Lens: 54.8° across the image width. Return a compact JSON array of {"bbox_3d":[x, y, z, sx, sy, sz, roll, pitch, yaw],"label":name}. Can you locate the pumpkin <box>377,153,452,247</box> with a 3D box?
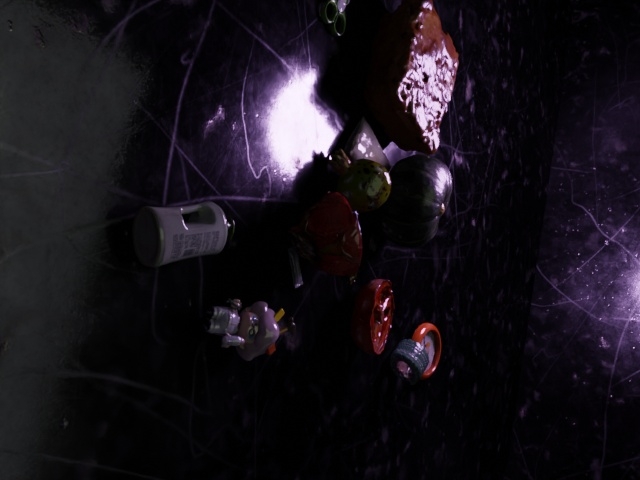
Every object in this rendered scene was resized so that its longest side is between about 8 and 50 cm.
[{"bbox_3d":[0.287,-0.126,1.919,0.300,0.207,0.300,-49,148,-46],"label":"pumpkin"}]

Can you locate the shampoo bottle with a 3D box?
[{"bbox_3d":[-0.263,-0.019,1.260,0.234,0.087,0.118,-12,104,-54],"label":"shampoo bottle"}]

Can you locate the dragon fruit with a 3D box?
[{"bbox_3d":[-0.001,-0.004,1.569,0.148,0.218,0.224,-12,130,-23],"label":"dragon fruit"}]

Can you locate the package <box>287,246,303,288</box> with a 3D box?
[{"bbox_3d":[-0.065,0.068,1.609,0.037,0.015,0.111,-29,116,-50],"label":"package"}]

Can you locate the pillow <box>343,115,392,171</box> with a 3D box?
[{"bbox_3d":[0.144,-0.241,1.845,0.148,0.050,0.230,-60,141,-22],"label":"pillow"}]

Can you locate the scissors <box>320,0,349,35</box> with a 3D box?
[{"bbox_3d":[0.059,-0.664,1.698,0.101,0.027,0.205,44,60,-49],"label":"scissors"}]

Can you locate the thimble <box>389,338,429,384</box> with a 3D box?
[{"bbox_3d":[0.295,0.404,2.066,0.090,0.118,0.135,-45,144,-36],"label":"thimble"}]

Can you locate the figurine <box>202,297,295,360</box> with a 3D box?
[{"bbox_3d":[-0.168,0.202,1.407,0.228,0.111,0.138,21,68,-40],"label":"figurine"}]

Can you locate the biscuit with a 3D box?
[{"bbox_3d":[0.279,-0.506,1.905,0.342,0.166,0.395,41,59,-47],"label":"biscuit"}]

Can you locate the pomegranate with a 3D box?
[{"bbox_3d":[0.105,-0.169,1.720,0.205,0.159,0.159,44,55,-16],"label":"pomegranate"}]

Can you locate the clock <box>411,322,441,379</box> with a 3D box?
[{"bbox_3d":[0.374,0.400,2.232,0.205,0.051,0.206,-8,100,-53],"label":"clock"}]

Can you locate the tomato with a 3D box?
[{"bbox_3d":[0.148,0.225,1.861,0.228,0.101,0.228,-21,114,-61],"label":"tomato"}]
